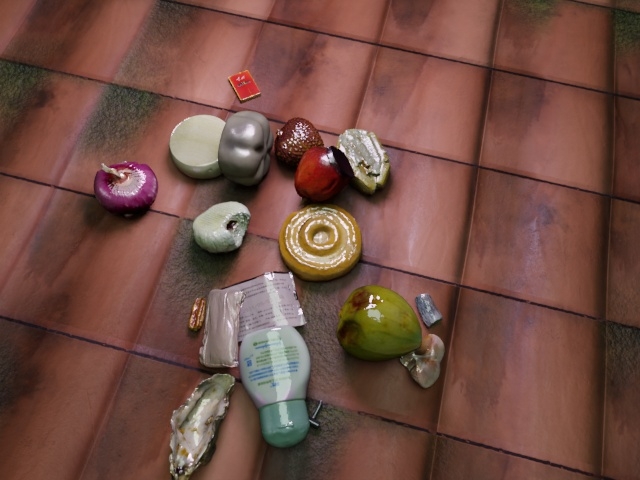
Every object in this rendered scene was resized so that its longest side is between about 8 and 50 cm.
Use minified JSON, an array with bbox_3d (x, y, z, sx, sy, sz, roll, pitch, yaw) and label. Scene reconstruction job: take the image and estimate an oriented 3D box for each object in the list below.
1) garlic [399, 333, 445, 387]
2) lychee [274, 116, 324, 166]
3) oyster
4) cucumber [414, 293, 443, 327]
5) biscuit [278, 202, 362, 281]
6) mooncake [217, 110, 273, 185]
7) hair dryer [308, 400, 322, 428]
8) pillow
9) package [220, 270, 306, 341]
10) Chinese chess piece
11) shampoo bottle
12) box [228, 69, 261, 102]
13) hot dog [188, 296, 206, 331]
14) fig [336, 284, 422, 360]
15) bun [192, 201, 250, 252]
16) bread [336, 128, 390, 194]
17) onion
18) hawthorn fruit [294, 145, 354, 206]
[{"bbox_3d":[0.334,0.376,1.685,0.124,0.099,0.174,33,68,-4],"label":"garlic"},{"bbox_3d":[-0.082,-0.358,1.954,0.195,0.194,0.194,1,66,-1],"label":"lychee"},{"bbox_3d":[-0.361,0.562,1.575,0.167,0.110,0.340,8,63,-4],"label":"oyster"},{"bbox_3d":[0.358,0.231,1.770,0.064,0.064,0.111,-21,66,-11],"label":"cucumber"},{"bbox_3d":[0.000,0.000,1.842,0.297,0.102,0.296,0,65,1],"label":"biscuit"},{"bbox_3d":[-0.255,-0.326,1.890,0.135,0.275,0.274,12,66,11],"label":"mooncake"},{"bbox_3d":[-0.012,0.537,1.642,0.047,0.026,0.083,25,60,7],"label":"hair dryer"},{"bbox_3d":[-0.312,0.276,1.695,0.174,0.067,0.270,-15,60,36],"label":"pillow"},{"bbox_3d":[-0.194,0.215,1.761,0.251,0.062,0.203,-15,66,-4],"label":"package"},{"bbox_3d":[-0.437,-0.349,1.982,0.251,0.101,0.250,1,66,-1],"label":"Chinese chess piece"},{"bbox_3d":[-0.126,0.445,1.608,0.222,0.151,0.349,-12,66,-2],"label":"shampoo bottle"},{"bbox_3d":[-0.309,-0.625,2.153,0.090,0.023,0.133,-23,69,-13],"label":"box"},{"bbox_3d":[-0.405,0.244,1.756,0.049,0.037,0.122,3,60,12],"label":"hot dog"},{"bbox_3d":[0.188,0.270,1.655,0.271,0.239,0.239,26,68,1],"label":"fig"},{"bbox_3d":[-0.332,-0.035,1.831,0.213,0.126,0.204,-32,44,-20],"label":"bun"},{"bbox_3d":[0.164,-0.291,1.962,0.186,0.124,0.257,-26,71,-13],"label":"bread"},{"bbox_3d":[-0.680,-0.174,1.867,0.208,0.200,0.200,-12,62,-42],"label":"onion"},{"bbox_3d":[0.001,-0.215,1.853,0.190,0.190,0.251,38,111,14],"label":"hawthorn fruit"}]
